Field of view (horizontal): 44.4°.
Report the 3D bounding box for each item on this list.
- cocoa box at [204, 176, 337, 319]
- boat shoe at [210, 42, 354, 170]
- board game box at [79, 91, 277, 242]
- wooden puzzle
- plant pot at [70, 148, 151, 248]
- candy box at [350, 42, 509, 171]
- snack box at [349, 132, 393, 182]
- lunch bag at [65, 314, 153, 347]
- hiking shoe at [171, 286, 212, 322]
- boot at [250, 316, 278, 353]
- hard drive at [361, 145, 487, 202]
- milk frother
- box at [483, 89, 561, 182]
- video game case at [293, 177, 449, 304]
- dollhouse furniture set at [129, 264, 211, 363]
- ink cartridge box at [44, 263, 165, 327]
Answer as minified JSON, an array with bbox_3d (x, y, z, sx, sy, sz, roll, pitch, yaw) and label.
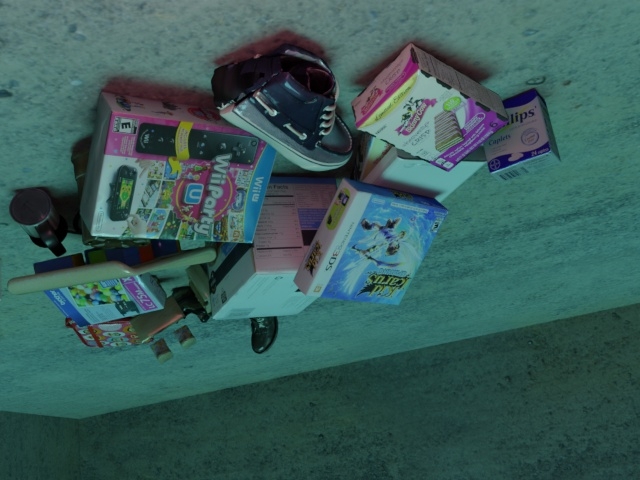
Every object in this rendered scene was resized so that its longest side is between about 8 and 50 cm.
[{"bbox_3d":[-0.110,0.022,1.801,0.231,0.228,0.347,-1,159,-24],"label":"cocoa box"},{"bbox_3d":[-0.012,-0.216,1.325,0.158,0.127,0.340,-14,161,37],"label":"boat shoe"},{"bbox_3d":[-0.245,-0.119,1.374,0.303,0.097,0.224,2,116,-32],"label":"board game box"},{"bbox_3d":[-0.449,0.044,1.717,0.322,0.080,0.348,-10,180,25],"label":"wooden puzzle"},{"bbox_3d":[-0.384,-0.073,1.476,0.167,0.165,0.167,-2,170,0],"label":"plant pot"},{"bbox_3d":[0.193,-0.225,1.374,0.233,0.071,0.159,20,134,-34],"label":"candy box"},{"bbox_3d":[0.173,-0.178,1.613,0.187,0.060,0.322,-6,160,-8],"label":"snack box"},{"bbox_3d":[-0.644,0.242,2.382,0.258,0.120,0.293,-2,159,-7],"label":"lunch bag"},{"bbox_3d":[-0.330,0.190,2.352,0.227,0.114,0.086,-10,161,6],"label":"hiking shoe"},{"bbox_3d":[-0.216,0.204,2.286,0.091,0.263,0.229,12,-178,35],"label":"boot"},{"bbox_3d":[0.186,-0.115,1.644,0.203,0.040,0.307,-1,159,-21],"label":"hard drive"},{"bbox_3d":[-0.550,-0.053,1.641,0.143,0.129,0.135,-49,169,-17],"label":"milk frother"},{"bbox_3d":[0.382,-0.201,1.521,0.126,0.137,0.072,-20,157,28],"label":"box"},{"bbox_3d":[0.108,0.011,1.610,0.269,0.061,0.244,9,117,-39],"label":"video game case"},{"bbox_3d":[-0.412,0.186,2.184,0.242,0.212,0.161,-31,166,-14],"label":"dollhouse furniture set"},{"bbox_3d":[-0.594,0.141,2.095,0.311,0.065,0.186,-11,136,14],"label":"ink cartridge box"}]
